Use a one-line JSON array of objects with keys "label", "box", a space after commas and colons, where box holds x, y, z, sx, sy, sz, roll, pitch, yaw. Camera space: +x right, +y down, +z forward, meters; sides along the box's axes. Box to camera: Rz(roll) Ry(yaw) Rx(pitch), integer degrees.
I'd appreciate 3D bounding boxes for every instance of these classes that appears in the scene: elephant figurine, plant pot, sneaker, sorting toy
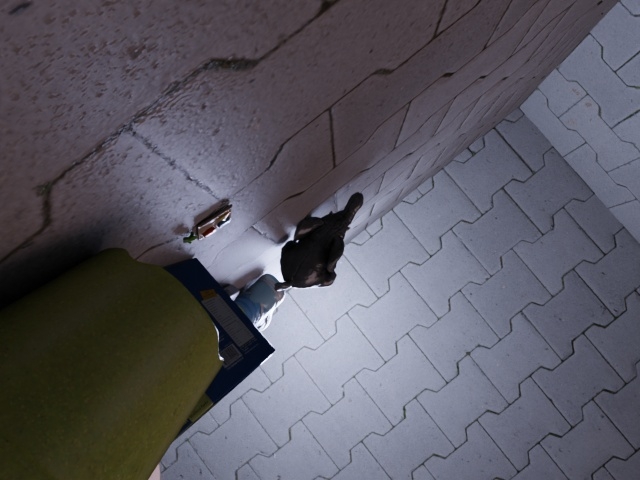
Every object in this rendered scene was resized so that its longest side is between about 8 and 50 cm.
[{"label": "elephant figurine", "box": [0.000, 0.000, 1.331, 0.169, 0.186, 0.239, 16, 128, -27]}, {"label": "plant pot", "box": [-0.237, 0.148, 0.503, 0.254, 0.276, 0.276, -49, -178, -40]}, {"label": "sneaker", "box": [-0.246, 0.240, 1.658, 0.208, 0.127, 0.319, -37, 165, -39]}, {"label": "sorting toy", "box": [-0.157, -0.016, 0.755, 0.083, 0.012, 0.062, -37, 174, -22]}]

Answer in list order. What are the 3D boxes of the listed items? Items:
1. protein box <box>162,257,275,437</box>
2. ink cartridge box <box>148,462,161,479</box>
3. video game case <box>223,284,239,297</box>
[{"label": "protein box", "box": [-0.211, 0.157, 0.795, 0.136, 0.201, 0.200, -45, 173, 20]}, {"label": "ink cartridge box", "box": [-0.317, 0.316, 0.833, 0.100, 0.237, 0.171, -8, 121, -25]}, {"label": "video game case", "box": [-0.307, 0.257, 1.218, 0.329, 0.036, 0.300, -56, 180, 2]}]
